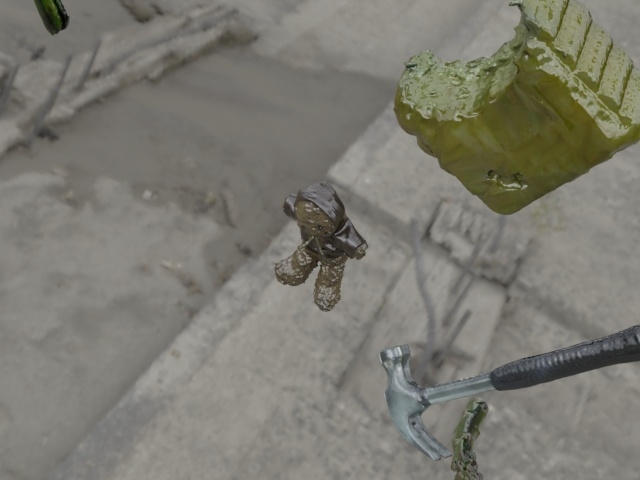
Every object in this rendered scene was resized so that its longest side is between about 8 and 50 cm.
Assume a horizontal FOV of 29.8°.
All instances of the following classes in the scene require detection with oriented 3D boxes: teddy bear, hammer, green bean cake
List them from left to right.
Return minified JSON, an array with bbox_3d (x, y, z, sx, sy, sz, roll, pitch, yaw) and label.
[{"bbox_3d":[0.006,-0.003,1.362,0.119,0.160,0.078,36,53,25],"label":"teddy bear"},{"bbox_3d":[0.158,0.115,0.978,0.029,0.246,0.103,-1,76,-53],"label":"hammer"},{"bbox_3d":[0.226,-0.159,1.377,0.233,0.236,0.124,44,43,-14],"label":"green bean cake"}]

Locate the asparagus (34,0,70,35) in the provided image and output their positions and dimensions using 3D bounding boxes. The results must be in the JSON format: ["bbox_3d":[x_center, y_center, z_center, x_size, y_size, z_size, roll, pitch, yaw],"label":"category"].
[{"bbox_3d":[-0.250,-0.263,0.961,0.023,0.233,0.022,-16,41,2],"label":"asparagus"}]

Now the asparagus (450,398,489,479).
[{"bbox_3d":[0.141,0.190,1.134,0.034,0.027,0.236,7,12,9],"label":"asparagus"}]
